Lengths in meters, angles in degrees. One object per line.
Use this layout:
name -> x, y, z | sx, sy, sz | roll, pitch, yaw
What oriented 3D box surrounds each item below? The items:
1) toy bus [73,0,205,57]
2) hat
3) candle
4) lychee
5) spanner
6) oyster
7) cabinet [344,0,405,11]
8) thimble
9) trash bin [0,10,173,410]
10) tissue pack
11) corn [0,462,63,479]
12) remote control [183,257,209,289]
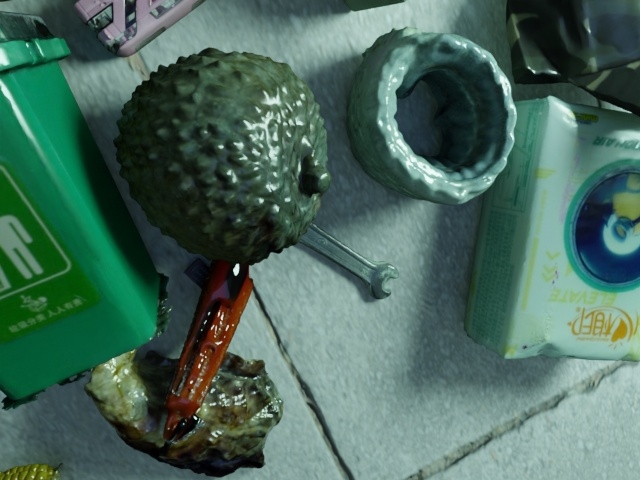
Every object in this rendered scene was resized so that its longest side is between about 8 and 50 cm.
toy bus -> -0.209, -0.323, 0.623 | 0.203, 0.063, 0.090 | -39, 107, -5
hat -> 0.481, -0.298, 0.639 | 0.366, 0.382, 0.257 | -31, 122, -26
candle -> -0.160, 0.142, 0.679 | 0.084, 0.059, 0.301 | 35, 63, -34
lychee -> -0.114, -0.099, 0.597 | 0.274, 0.255, 0.255 | 7, 101, 21
spanner -> 0.000, 0.000, 0.761 | 0.302, 0.017, 0.071 | 31, 91, -16
oyster -> -0.184, 0.261, 0.728 | 0.271, 0.100, 0.275 | -14, 100, -26
cabinet -> 0.094, -0.429, 0.617 | 0.150, 0.145, 0.206 | 40, 90, -31
thimble -> 0.145, -0.171, 0.680 | 0.205, 0.172, 0.250 | -29, 108, -4
trash bin -> -0.353, -0.042, 0.553 | 0.259, 0.295, 0.381 | -23, 117, -6
tissue pack -> 0.408, -0.011, 0.781 | 0.287, 0.162, 0.388 | 5, 99, -11
corn -> -0.521, 0.385, 0.674 | 0.313, 0.102, 0.102 | -8, 103, -8
remote control -> -0.164, 0.067, 0.735 | 0.034, 0.016, 0.091 | -48, 108, -19
